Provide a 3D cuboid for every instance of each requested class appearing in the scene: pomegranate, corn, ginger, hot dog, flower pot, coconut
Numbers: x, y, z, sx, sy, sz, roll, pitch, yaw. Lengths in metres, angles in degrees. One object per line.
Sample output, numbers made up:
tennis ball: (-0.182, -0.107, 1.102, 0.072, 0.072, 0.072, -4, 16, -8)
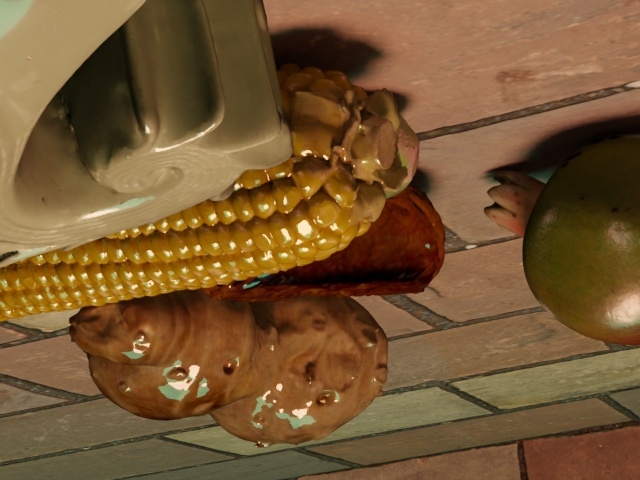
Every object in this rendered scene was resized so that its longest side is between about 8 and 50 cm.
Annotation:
pomegranate: (0.228, -0.007, 1.235, 0.210, 0.180, 0.180, 22, 177, 28)
corn: (-0.125, -0.025, 1.053, 0.387, 0.143, 0.144, -14, 162, 24)
ginger: (-0.100, 0.109, 1.461, 0.256, 0.176, 0.375, 0, 171, 39)
hot dog: (0.002, 0.002, 1.258, 0.227, 0.099, 0.160, 6, 160, -39)
flower pot: (-0.163, -0.106, 0.733, 0.254, 0.164, 0.367, -14, 163, 5)
coconut: (0.032, -0.062, 1.098, 0.083, 0.081, 0.082, -2, 152, 16)
